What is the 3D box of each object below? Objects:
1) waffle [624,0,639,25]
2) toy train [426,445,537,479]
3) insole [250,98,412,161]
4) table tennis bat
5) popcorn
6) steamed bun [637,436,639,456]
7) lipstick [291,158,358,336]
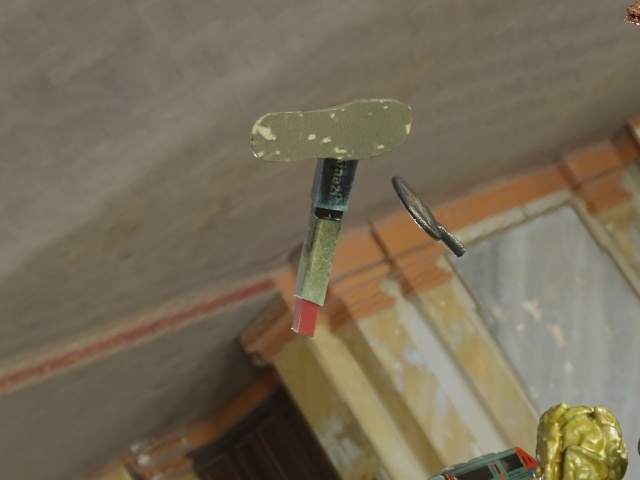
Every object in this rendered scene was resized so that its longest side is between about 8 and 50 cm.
[{"bbox_3d":[0.508,-0.349,1.767,0.075,0.029,0.083,17,-141,43],"label":"waffle"},{"bbox_3d":[0.294,0.438,2.108,0.086,0.089,0.409,-37,162,25],"label":"toy train"},{"bbox_3d":[0.017,-0.139,1.467,0.248,0.011,0.081,-8,116,-34],"label":"insole"},{"bbox_3d":[0.211,-0.041,2.276,0.027,0.150,0.236,-37,127,15],"label":"table tennis bat"},{"bbox_3d":[0.386,0.348,1.759,0.174,0.168,0.195,-11,121,-6],"label":"popcorn"},{"bbox_3d":[0.581,0.329,1.570,0.276,0.203,0.289,-5,159,-9],"label":"steamed bun"},{"bbox_3d":[0.000,0.000,1.652,0.051,0.051,0.312,7,109,-15],"label":"lipstick"}]
